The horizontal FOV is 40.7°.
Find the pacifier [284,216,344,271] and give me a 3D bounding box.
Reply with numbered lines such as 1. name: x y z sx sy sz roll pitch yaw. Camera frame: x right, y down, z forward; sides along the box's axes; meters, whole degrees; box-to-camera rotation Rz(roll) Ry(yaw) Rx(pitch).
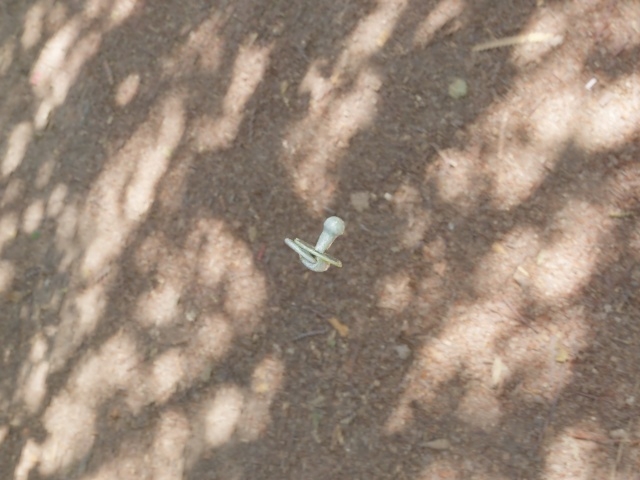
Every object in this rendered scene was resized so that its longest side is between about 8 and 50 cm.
1. pacifier: 0.000 0.000 0.949 0.068 0.083 0.064 31 92 0
